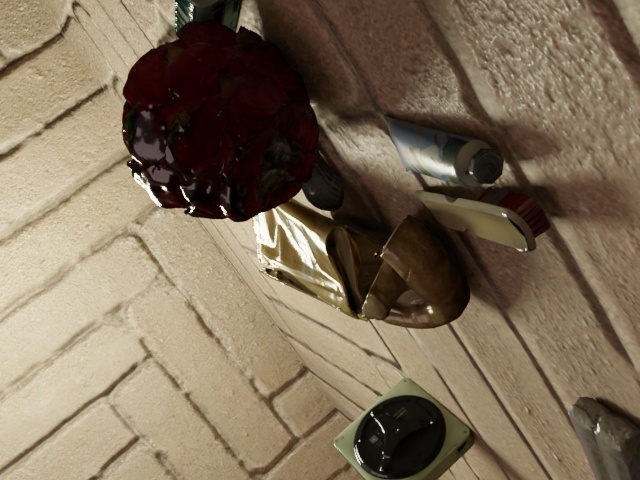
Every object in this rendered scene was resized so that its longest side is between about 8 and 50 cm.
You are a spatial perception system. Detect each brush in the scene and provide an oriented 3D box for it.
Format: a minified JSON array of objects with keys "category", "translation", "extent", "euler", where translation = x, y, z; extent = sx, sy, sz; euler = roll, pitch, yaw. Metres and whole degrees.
[{"category":"brush","translation":[0.198,-0.040,1.021],"extent":[0.060,0.050,0.321],"euler":[52,175,-13]}]

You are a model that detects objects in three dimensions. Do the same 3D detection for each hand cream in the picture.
[{"category":"hand cream","translation":[0.147,-0.110,1.003],"extent":[0.088,0.055,0.256],"euler":[62,170,-22]}]

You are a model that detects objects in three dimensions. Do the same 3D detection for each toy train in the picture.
[{"category":"toy train","translation":[-0.207,-0.366,1.399],"extent":[0.086,0.088,0.407],"euler":[51,168,0]}]

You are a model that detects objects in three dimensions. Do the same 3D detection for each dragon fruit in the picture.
[{"category":"dragon fruit","translation":[-0.159,-0.179,1.257],"extent":[0.329,0.329,0.329],"euler":[48,166,16]}]

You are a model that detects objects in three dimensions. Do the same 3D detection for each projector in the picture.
[{"category":"projector","translation":[0.195,0.482,1.928],"extent":[0.259,0.257,0.079],"euler":[35,159,49]}]

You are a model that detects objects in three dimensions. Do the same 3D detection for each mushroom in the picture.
[{"category":"mushroom","translation":[0.159,0.069,1.243],"extent":[0.151,0.156,0.286],"euler":[28,159,11]}]

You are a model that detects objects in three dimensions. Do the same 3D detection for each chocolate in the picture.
[{"category":"chocolate","translation":[-0.015,-0.123,1.439],"extent":[0.167,0.072,0.072],"euler":[57,166,-12]}]

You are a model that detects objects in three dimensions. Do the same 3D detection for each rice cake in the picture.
[{"category":"rice cake","translation":[0.450,0.351,1.188],"extent":[0.106,0.050,0.298],"euler":[33,158,54]}]

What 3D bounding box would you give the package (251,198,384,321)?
[{"category":"package","translation":[-0.013,0.031,1.487],"extent":[0.221,0.165,0.311],"euler":[28,-179,-37]}]
